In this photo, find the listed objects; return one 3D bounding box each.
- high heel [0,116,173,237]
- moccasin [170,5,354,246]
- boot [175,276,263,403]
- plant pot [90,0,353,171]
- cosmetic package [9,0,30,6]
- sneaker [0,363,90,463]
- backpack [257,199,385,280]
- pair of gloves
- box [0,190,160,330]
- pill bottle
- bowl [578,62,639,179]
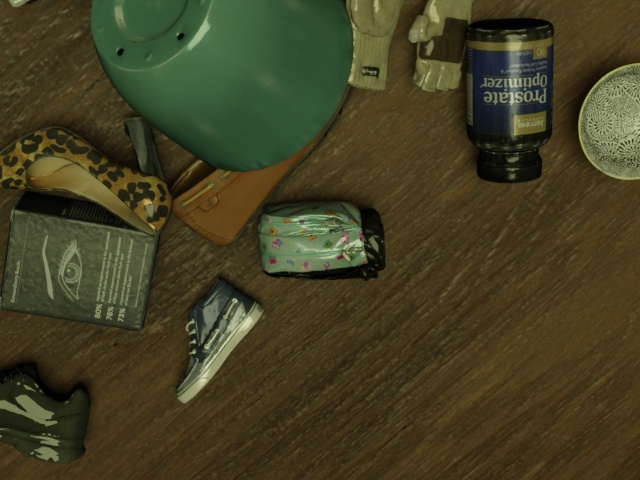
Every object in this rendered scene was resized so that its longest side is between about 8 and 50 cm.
[{"bbox_3d":[-0.337,-0.063,1.477,0.261,0.186,0.093,-15,152,-6],"label":"high heel"},{"bbox_3d":[-0.079,-0.172,1.506,0.147,0.139,0.380,34,110,-23],"label":"moccasin"},{"bbox_3d":[-0.176,0.148,1.625,0.086,0.069,0.190,39,91,-8],"label":"boot"},{"bbox_3d":[-0.142,-0.257,1.341,0.293,0.293,0.235,-51,149,9],"label":"plant pot"},{"bbox_3d":[-0.402,-0.492,1.326,0.156,0.217,0.385,-30,109,4],"label":"cosmetic package"},{"bbox_3d":[-0.479,0.239,1.605,0.286,0.109,0.130,14,95,-17],"label":"sneaker"},{"bbox_3d":[0.000,0.000,1.565,0.181,0.152,0.115,-3,94,2],"label":"backpack"},{"bbox_3d":[0.122,-0.306,1.478,0.240,0.042,0.204,-6,106,-40],"label":"pair of gloves"},{"bbox_3d":[-0.340,0.028,1.542,0.207,0.108,0.153,11,105,-9],"label":"box"},{"bbox_3d":[0.268,-0.198,1.533,0.122,0.123,0.219,-5,109,-5],"label":"pill bottle"},{"bbox_3d":[0.446,-0.179,1.581,0.170,0.080,0.170,-2,106,-6],"label":"bowl"}]
